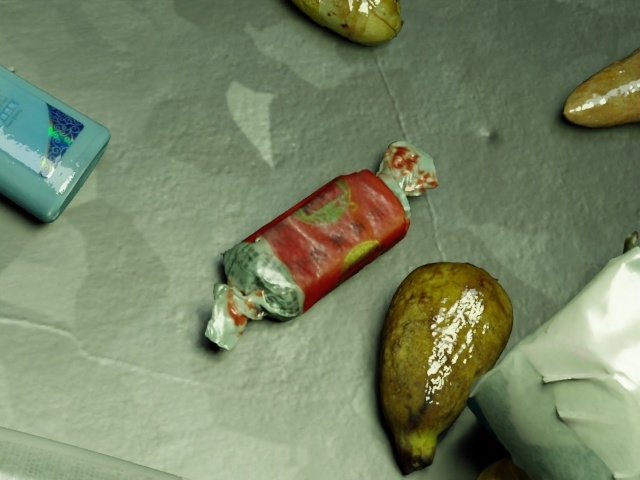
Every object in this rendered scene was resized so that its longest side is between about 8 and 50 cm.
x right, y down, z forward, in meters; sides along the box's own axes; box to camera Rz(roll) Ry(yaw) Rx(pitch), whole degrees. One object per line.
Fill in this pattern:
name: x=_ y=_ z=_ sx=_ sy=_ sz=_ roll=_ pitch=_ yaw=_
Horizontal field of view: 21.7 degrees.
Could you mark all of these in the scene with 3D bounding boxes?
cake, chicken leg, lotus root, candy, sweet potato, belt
cake: x=0.171 y=0.221 z=1.412 sx=0.084 sy=0.044 sz=0.084 roll=8 pitch=62 yaw=-14
chicken leg: x=-0.001 y=-0.246 z=1.590 sx=0.178 sy=0.070 sz=0.093 roll=21 pitch=52 yaw=3
lotus root: x=0.099 y=0.103 z=1.424 sx=0.108 sy=0.094 sz=0.190 roll=8 pitch=60 yaw=25
candy: x=0.000 y=0.001 z=1.458 sx=0.292 sy=0.059 sz=0.086 roll=-35 pitch=82 yaw=-30
sweet potato: x=0.393 y=-0.165 z=1.665 sx=0.341 sy=0.092 sz=0.114 roll=0 pitch=80 yaw=-19
belt: x=0.308 y=0.064 z=1.383 sx=0.173 sy=0.300 sz=0.436 roll=47 pitch=43 yaw=8

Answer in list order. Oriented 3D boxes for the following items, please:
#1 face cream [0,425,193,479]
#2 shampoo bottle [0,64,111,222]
face cream: x=-0.194 y=0.209 z=1.272 sx=0.269 sy=0.073 sz=0.107 roll=18 pitch=70 yaw=-10
shampoo bottle: x=-0.311 y=-0.119 z=1.409 sx=0.258 sy=0.061 sz=0.104 roll=31 pitch=57 yaw=-1
